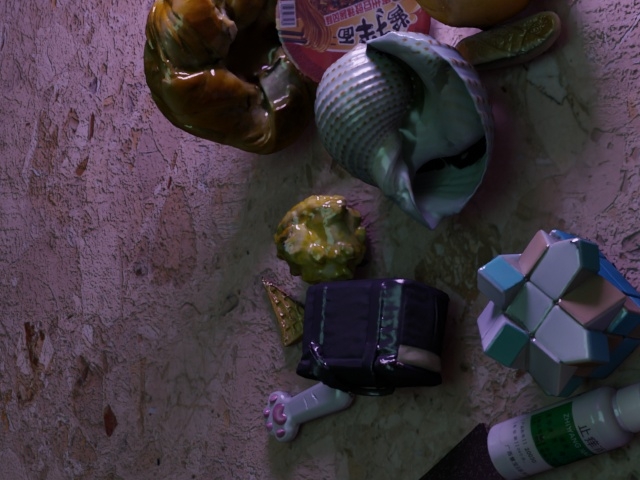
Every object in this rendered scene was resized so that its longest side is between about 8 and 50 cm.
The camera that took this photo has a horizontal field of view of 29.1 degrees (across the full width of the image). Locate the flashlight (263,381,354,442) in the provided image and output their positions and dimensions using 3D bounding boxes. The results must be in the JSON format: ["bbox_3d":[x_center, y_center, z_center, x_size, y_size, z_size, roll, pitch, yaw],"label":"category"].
[{"bbox_3d":[-0.024,0.292,2.179,0.200,0.047,0.093,-27,65,34],"label":"flashlight"}]

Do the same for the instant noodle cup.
[{"bbox_3d":[0.057,-0.389,2.174,0.274,0.091,0.274,0,89,3],"label":"instant noodle cup"}]

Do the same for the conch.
[{"bbox_3d":[0.157,-0.197,2.018,0.303,0.215,0.319,-33,93,37],"label":"conch"}]

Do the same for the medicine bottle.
[{"bbox_3d":[0.374,0.278,1.818,0.260,0.095,0.095,-29,65,33],"label":"medicine bottle"}]

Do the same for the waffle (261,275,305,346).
[{"bbox_3d":[-0.051,0.110,2.252,0.097,0.023,0.152,-36,60,28],"label":"waffle"}]

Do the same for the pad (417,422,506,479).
[{"bbox_3d":[0.181,0.465,1.951,0.330,0.004,0.220,-47,34,24],"label":"pad"}]

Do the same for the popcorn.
[{"bbox_3d":[0.007,0.004,2.160,0.173,0.142,0.173,-13,54,19],"label":"popcorn"}]

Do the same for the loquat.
[{"bbox_3d":[0.246,-0.450,1.967,0.235,0.235,0.235,-9,76,39],"label":"loquat"}]

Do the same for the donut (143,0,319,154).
[{"bbox_3d":[-0.147,-0.329,2.223,0.170,0.360,0.360,22,96,55],"label":"donut"}]

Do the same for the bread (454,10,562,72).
[{"bbox_3d":[0.306,-0.317,2.013,0.214,0.053,0.073,-13,73,41],"label":"bread"}]

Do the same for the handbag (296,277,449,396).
[{"bbox_3d":[0.089,0.165,2.026,0.254,0.181,0.181,-4,72,40],"label":"handbag"}]

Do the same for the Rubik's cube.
[{"bbox_3d":[0.341,0.091,1.802,0.224,0.213,0.265,-52,53,21],"label":"Rubik's cube"}]
